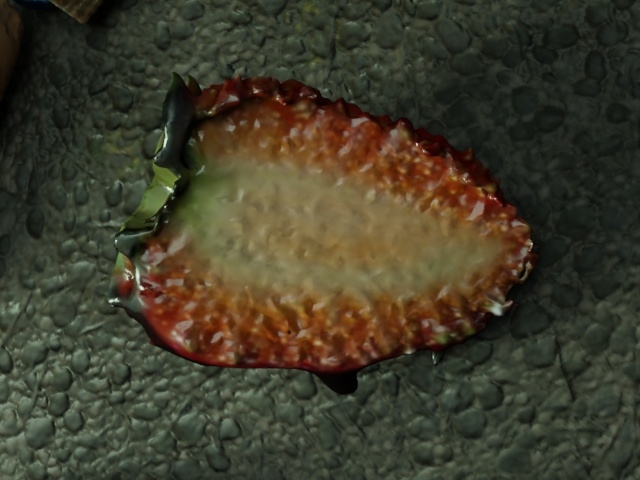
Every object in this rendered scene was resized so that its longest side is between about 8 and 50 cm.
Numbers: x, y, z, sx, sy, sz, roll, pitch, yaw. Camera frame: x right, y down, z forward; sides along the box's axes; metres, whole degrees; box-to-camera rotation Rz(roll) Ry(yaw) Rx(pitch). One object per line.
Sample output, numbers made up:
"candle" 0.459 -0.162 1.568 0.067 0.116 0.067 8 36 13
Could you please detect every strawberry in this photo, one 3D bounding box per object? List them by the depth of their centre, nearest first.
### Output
"strawberry" 0.000 0.000 1.207 0.306 0.138 0.233 16 102 -9

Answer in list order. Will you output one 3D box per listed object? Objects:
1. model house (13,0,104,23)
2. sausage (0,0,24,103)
"model house" -0.195 -0.247 1.300 0.149 0.119 0.148 36 88 10
"sausage" -0.329 -0.073 1.304 0.086 0.086 0.289 19 85 16
